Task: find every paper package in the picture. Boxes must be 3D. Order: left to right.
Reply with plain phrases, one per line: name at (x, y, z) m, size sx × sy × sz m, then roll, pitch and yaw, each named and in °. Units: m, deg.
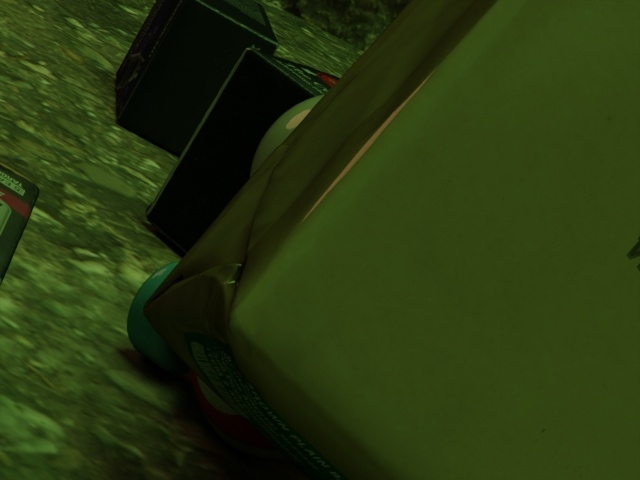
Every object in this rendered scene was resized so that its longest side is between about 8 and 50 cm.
paper package at (0.128, 0.039, 0.896) m, size 0.325 × 0.309 × 0.168 m, roll 44°, pitch -16°, yaw -15°

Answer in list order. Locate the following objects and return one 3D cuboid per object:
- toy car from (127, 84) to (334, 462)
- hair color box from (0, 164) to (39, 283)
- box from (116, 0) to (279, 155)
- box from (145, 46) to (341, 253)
toy car at (0.000, 0.000, 1.024) m, size 0.219 × 0.210 × 0.238 m, roll 30°, pitch -34°, yaw 32°
hair color box at (-0.248, 0.020, 0.794) m, size 0.174 × 0.105 × 0.347 m, roll 29°, pitch 14°, yaw -11°
box at (-0.133, -0.188, 1.734) m, size 0.108 × 0.153 × 0.207 m, roll 28°, pitch 13°, yaw -15°
box at (0.087, 0.015, 1.424) m, size 0.343 × 0.179 × 0.312 m, roll 38°, pitch 13°, yaw 26°
